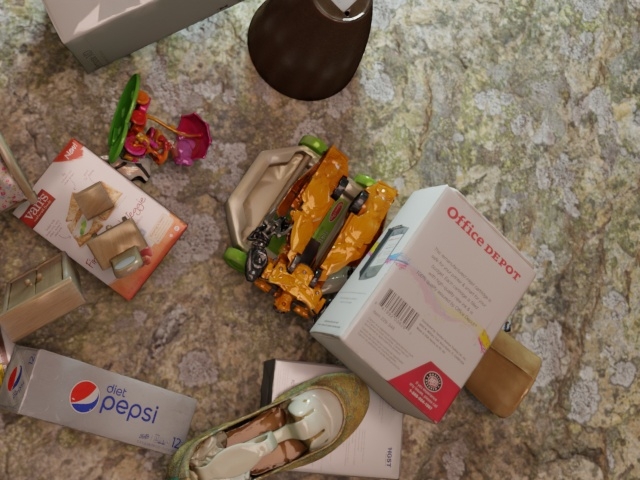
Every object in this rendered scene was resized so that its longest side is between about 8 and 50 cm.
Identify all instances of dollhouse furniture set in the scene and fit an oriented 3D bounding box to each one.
[{"bbox_3d":[-0.459,-0.059,1.322,0.303,0.174,0.356,-29,110,-8],"label":"dollhouse furniture set"}]

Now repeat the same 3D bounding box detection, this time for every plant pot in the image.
[{"bbox_3d":[0.003,-0.382,1.608,0.215,0.230,0.216,3,78,-16],"label":"plant pot"}]

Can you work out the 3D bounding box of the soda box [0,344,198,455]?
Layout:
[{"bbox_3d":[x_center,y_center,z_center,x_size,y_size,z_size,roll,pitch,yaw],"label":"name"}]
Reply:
[{"bbox_3d":[-0.331,0.244,1.403,0.286,0.091,0.098,26,73,-37],"label":"soda box"}]

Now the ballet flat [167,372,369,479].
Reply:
[{"bbox_3d":[-0.066,0.301,1.424,0.348,0.123,0.123,-22,86,-17],"label":"ballet flat"}]

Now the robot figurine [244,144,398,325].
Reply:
[{"bbox_3d":[0.000,0.000,1.539,0.211,0.085,0.291,35,71,-8],"label":"robot figurine"}]

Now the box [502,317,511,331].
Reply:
[{"bbox_3d":[0.282,0.118,1.704,0.137,0.027,0.094,5,78,-16],"label":"box"}]

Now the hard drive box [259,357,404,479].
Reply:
[{"bbox_3d":[0.017,0.300,1.556,0.232,0.089,0.181,9,77,-15],"label":"hard drive box"}]

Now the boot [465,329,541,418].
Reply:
[{"bbox_3d":[0.284,0.141,1.646,0.269,0.089,0.236,39,82,-9],"label":"boot"}]

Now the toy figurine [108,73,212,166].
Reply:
[{"bbox_3d":[-0.258,-0.173,1.545,0.159,0.130,0.173,20,46,-23],"label":"toy figurine"}]

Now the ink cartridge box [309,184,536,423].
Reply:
[{"bbox_3d":[0.166,0.100,1.484,0.226,0.131,0.306,43,71,-17],"label":"ink cartridge box"}]

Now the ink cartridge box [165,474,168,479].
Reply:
[{"bbox_3d":[-0.144,0.474,1.494,0.235,0.056,0.171,10,76,-13],"label":"ink cartridge box"}]

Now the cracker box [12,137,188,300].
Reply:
[{"bbox_3d":[-0.351,-0.034,1.502,0.232,0.067,0.156,37,87,-6],"label":"cracker box"}]

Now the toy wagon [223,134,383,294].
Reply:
[{"bbox_3d":[0.003,-0.007,1.623,0.344,0.068,0.267,36,72,-8],"label":"toy wagon"}]

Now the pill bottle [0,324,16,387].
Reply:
[{"bbox_3d":[-0.557,0.204,1.385,0.214,0.117,0.117,-15,84,-19],"label":"pill bottle"}]

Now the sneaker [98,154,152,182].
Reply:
[{"bbox_3d":[-0.335,-0.118,1.556,0.109,0.040,0.044,1,82,-16],"label":"sneaker"}]

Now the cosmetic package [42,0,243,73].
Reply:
[{"bbox_3d":[-0.255,-0.435,1.503,0.385,0.217,0.156,-28,89,-2],"label":"cosmetic package"}]
